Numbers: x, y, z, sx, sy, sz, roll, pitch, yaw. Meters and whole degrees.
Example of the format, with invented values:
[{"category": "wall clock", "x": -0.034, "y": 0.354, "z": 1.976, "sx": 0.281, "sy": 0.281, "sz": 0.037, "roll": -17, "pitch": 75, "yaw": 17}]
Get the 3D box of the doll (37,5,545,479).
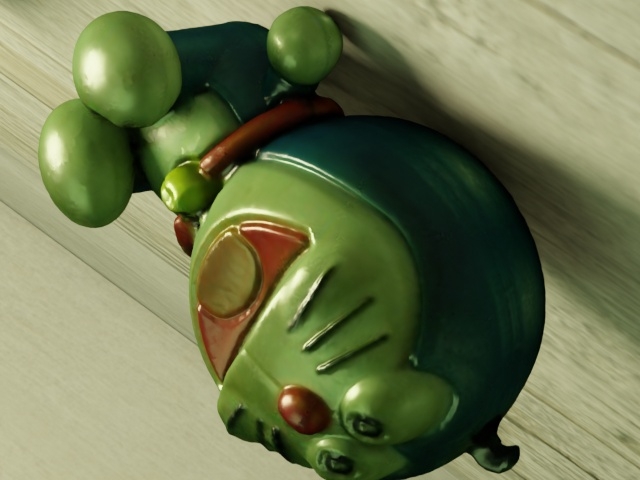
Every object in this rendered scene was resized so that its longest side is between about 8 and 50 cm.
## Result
[{"category": "doll", "x": 0.000, "y": 0.000, "z": 0.786, "sx": 0.322, "sy": 0.186, "sz": 0.198, "roll": 53, "pitch": 138, "yaw": 13}]
